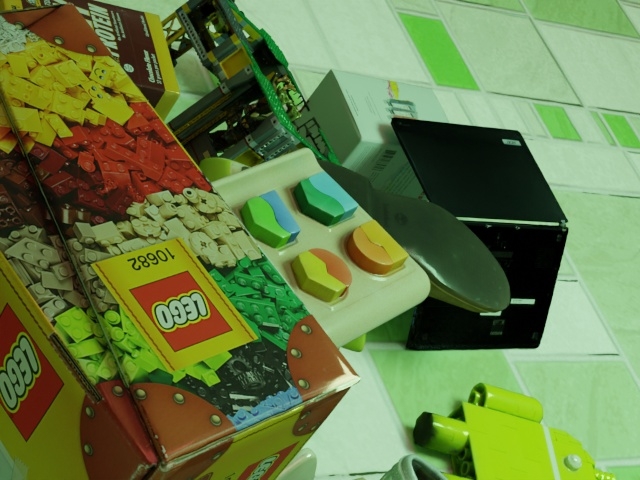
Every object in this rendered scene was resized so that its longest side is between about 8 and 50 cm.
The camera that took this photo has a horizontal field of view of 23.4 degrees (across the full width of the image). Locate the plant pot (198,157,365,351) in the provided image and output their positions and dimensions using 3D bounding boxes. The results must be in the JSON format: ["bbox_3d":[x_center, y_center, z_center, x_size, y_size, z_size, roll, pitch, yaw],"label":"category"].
[{"bbox_3d":[-0.078,0.056,1.645,0.227,0.207,0.228,22,41,-22],"label":"plant pot"}]

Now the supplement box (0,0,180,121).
[{"bbox_3d":[-0.291,-0.161,1.706,0.194,0.191,0.129,9,46,-32],"label":"supplement box"}]

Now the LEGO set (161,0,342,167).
[{"bbox_3d":[-0.124,-0.136,1.881,0.331,0.192,0.255,61,13,23],"label":"LEGO set"}]

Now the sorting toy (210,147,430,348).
[{"bbox_3d":[0.000,0.000,1.563,0.208,0.038,0.193,49,38,13],"label":"sorting toy"}]

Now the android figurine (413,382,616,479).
[{"bbox_3d":[0.238,0.281,1.797,0.273,0.056,0.248,18,41,-22],"label":"android figurine"}]

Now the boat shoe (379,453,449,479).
[{"bbox_3d":[0.184,0.354,1.632,0.320,0.103,0.118,41,37,4],"label":"boat shoe"}]

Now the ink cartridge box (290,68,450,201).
[{"bbox_3d":[0.071,-0.126,2.022,0.176,0.128,0.127,7,46,-36],"label":"ink cartridge box"}]

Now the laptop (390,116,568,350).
[{"bbox_3d":[0.187,-0.006,1.971,0.234,0.264,0.136,2,15,-38],"label":"laptop"}]

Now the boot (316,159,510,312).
[{"bbox_3d":[0.081,0.015,1.811,0.305,0.115,0.112,27,41,-18],"label":"boot"}]

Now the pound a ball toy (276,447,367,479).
[{"bbox_3d":[-0.074,0.244,1.293,0.136,0.319,0.208,-31,66,-24],"label":"pound a ball toy"}]

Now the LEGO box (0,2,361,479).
[{"bbox_3d":[-0.255,0.131,1.172,0.193,0.500,0.372,-18,64,-46],"label":"LEGO box"}]
